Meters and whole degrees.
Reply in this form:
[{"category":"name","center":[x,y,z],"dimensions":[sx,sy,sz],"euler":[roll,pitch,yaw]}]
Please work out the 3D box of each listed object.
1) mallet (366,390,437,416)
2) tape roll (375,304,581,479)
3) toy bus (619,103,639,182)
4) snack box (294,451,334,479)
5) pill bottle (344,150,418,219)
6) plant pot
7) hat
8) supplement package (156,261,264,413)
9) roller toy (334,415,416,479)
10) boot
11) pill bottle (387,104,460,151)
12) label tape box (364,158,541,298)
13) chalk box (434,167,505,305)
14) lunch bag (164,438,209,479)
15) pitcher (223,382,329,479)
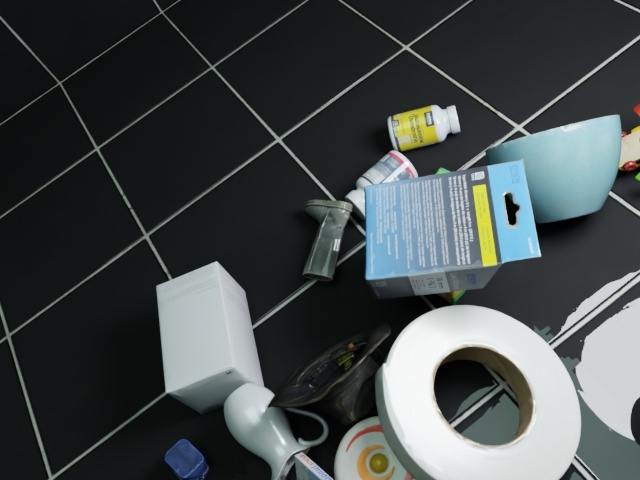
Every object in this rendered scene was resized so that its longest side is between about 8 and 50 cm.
[{"category":"mallet","center":[0.158,0.345,1.325],"dimensions":[0.190,0.039,0.062],"euler":[-18,56,14]},{"category":"tape roll","center":[0.302,0.308,1.171],"dimensions":[0.392,0.072,0.392],"euler":[5,56,-7]},{"category":"toy bus","center":[0.768,-0.209,1.398],"dimensions":[0.191,0.104,0.202],"euler":[-59,36,5]},{"category":"snack box","center":[-0.001,0.486,1.196],"dimensions":[0.022,0.064,0.178],"euler":[-10,11,-28]},{"category":"pill bottle","center":[0.157,-0.141,1.587],"dimensions":[0.180,0.108,0.108],"euler":[-41,54,-7]},{"category":"plant pot","center":[0.541,-0.148,1.370],"dimensions":[0.290,0.290,0.195],"euler":[-13,91,13]},{"category":"hat","center":[0.047,0.311,1.290],"dimensions":[0.331,0.331,0.134],"euler":[-31,92,0]},{"category":"supplement package","center":[-0.271,0.236,1.467],"dimensions":[0.175,0.177,0.292],"euler":[-22,53,7]},{"category":"roller toy","center":[0.127,0.454,1.195],"dimensions":[0.209,0.146,0.191],"euler":[-27,53,3]},{"category":"boot","center":[-0.002,-0.001,1.584],"dimensions":[0.190,0.076,0.208],"euler":[3,78,57]},{"category":"pill bottle","center":[0.282,-0.310,1.649],"dimensions":[0.184,0.103,0.103],"euler":[-12,56,14]},{"category":"label tape box","center":[0.263,-0.019,1.248],"dimensions":[0.334,0.106,0.240],"euler":[-8,56,16]},{"category":"chalk box","center":[0.318,-0.033,1.412],"dimensions":[0.179,0.180,0.289],"euler":[34,76,34]},{"category":"lunch bag","center":[-0.299,0.511,1.374],"dimensions":[0.098,0.065,0.067],"euler":[31,58,34]},{"category":"pitcher","center":[-0.101,0.405,1.342],"dimensions":[0.178,0.125,0.207],"euler":[-34,63,-23]}]
